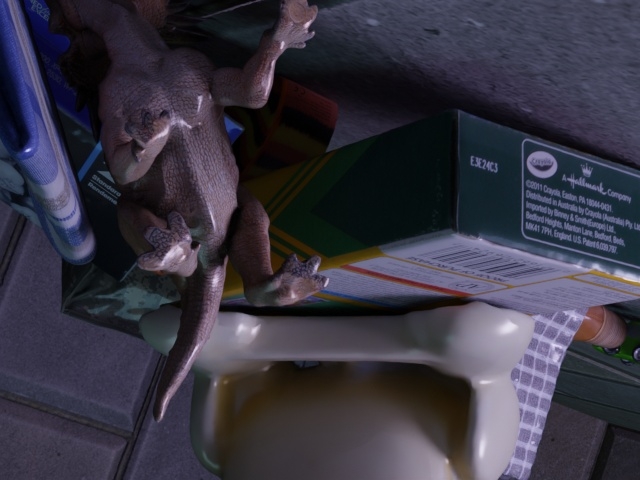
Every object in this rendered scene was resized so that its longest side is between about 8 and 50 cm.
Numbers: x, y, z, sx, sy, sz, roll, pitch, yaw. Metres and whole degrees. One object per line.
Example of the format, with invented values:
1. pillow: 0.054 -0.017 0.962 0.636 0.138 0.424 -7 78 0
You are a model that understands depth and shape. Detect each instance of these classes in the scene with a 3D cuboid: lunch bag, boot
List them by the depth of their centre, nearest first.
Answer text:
1. boot: 0.239 0.077 1.604 0.152 0.073 0.197 24 162 -36
2. lunch bag: -0.169 0.032 1.740 0.287 0.169 0.235 24 -161 -20

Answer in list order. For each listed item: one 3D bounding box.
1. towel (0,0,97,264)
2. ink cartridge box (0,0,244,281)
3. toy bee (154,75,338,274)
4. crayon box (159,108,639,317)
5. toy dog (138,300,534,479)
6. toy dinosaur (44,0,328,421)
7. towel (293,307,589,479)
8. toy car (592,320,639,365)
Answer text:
1. towel: -0.174 -0.103 0.757 0.034 0.209 0.285 -18 171 -7
2. ink cartridge box: -0.185 -0.080 1.012 0.206 0.045 0.208 36 141 -7
3. toy bee: -0.092 -0.046 1.132 0.195 0.162 0.298 19 174 -10
4. crayon box: 0.057 0.004 0.969 0.203 0.083 0.323 13 162 -36
5. toy dog: 0.006 0.275 1.048 0.284 0.408 0.395 2 165 4
6. toy dinosaur: -0.094 -0.049 0.858 0.127 0.295 0.200 -11 -170 -27
7. towel: 0.126 0.095 1.356 0.284 0.235 0.121 23 167 -30
8. toy car: 0.418 0.131 1.583 0.225 0.053 0.239 15 171 41
